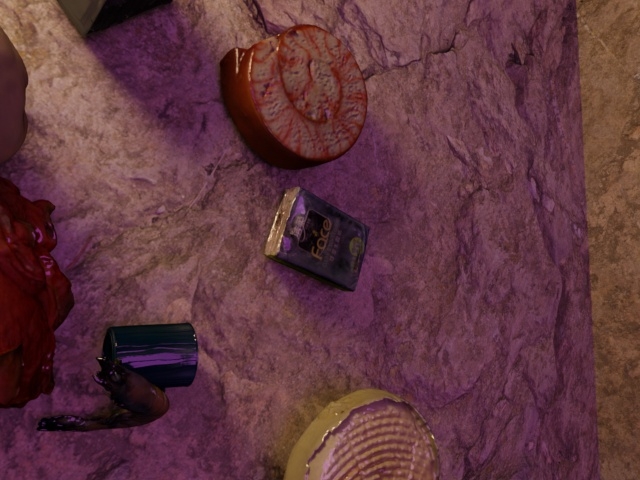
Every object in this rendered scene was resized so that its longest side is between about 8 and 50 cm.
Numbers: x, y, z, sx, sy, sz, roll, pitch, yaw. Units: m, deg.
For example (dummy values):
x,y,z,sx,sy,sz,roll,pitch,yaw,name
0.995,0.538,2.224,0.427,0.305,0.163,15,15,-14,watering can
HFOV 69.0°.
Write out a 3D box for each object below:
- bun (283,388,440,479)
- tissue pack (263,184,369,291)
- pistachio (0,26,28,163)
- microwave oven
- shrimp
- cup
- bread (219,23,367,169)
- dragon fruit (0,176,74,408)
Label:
x,y,z,sx,sy,sz,roll,pitch,yaw,name
0.078,0.507,1.025,0.365,0.202,0.363,4,82,-30,bun
0.000,0.000,1.073,0.236,0.073,0.173,28,70,-32,tissue pack
-0.577,-0.248,0.539,0.445,0.282,0.365,40,35,-43,pistachio
-0.337,-0.460,0.798,0.208,0.162,0.122,-46,114,-33,microwave oven
-0.352,0.253,0.718,0.198,0.262,0.051,-13,56,-10,shrimp
-0.302,0.220,0.815,0.138,0.113,0.150,6,82,-34,cup
-0.040,-0.312,1.035,0.328,0.114,0.295,-35,107,-34,bread
-0.424,0.077,0.653,0.228,0.286,0.329,32,61,-27,dragon fruit
